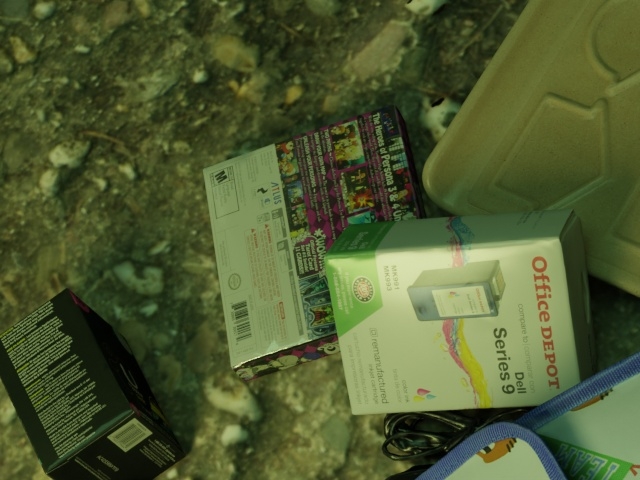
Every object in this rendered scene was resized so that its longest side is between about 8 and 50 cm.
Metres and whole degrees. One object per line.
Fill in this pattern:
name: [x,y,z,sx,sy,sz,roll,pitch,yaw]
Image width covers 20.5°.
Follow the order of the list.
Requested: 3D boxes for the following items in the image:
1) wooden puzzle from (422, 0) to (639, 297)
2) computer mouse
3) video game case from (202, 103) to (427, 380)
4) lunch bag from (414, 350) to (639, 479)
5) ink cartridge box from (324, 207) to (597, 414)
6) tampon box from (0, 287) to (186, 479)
wooden puzzle: [0.316,-0.098,1.612,0.348,0.080,0.322,27,76,27]
computer mouse: [0.106,0.266,1.507,0.188,0.072,0.272,8,54,28]
video game case: [0.000,0.000,1.704,0.210,0.042,0.232,-19,58,12]
lunch bag: [0.268,0.259,1.321,0.385,0.239,0.328,-28,67,11]
ink cartridge box: [0.125,0.062,1.543,0.212,0.154,0.093,-4,17,17]
tampon box: [-0.221,0.151,1.666,0.101,0.120,0.161,-34,56,3]
